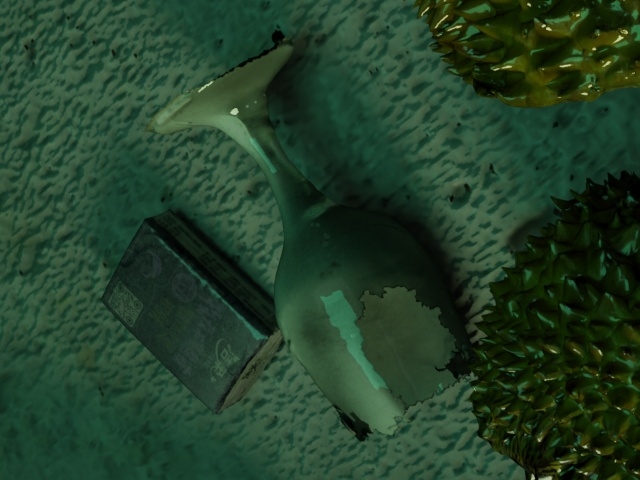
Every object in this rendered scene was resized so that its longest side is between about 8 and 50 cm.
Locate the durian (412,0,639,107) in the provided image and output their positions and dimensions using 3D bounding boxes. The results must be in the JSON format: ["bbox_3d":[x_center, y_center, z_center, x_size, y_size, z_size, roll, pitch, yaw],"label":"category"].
[{"bbox_3d":[0.181,-0.167,0.938,0.305,0.195,0.185,-11,142,24],"label":"durian"}]

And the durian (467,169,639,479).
[{"bbox_3d":[0.247,0.083,0.979,0.293,0.258,0.258,26,117,18],"label":"durian"}]

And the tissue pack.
[{"bbox_3d":[-0.113,0.064,1.312,0.156,0.051,0.112,43,125,14],"label":"tissue pack"}]

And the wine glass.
[{"bbox_3d":[0.000,0.000,1.171,0.143,0.143,0.321,-37,86,35],"label":"wine glass"}]
